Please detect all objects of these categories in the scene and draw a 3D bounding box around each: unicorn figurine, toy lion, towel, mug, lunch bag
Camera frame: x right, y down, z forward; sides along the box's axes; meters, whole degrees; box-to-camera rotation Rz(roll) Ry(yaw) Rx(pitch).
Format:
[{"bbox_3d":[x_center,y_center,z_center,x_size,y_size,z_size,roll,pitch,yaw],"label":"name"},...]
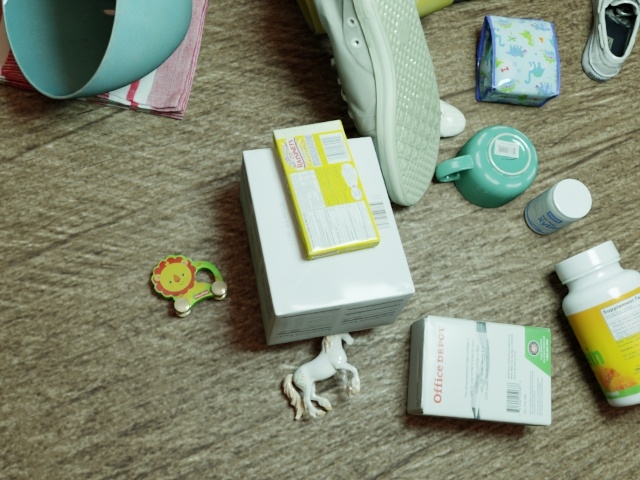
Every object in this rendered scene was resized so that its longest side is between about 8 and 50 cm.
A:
[{"bbox_3d":[0.013,0.196,1.114,0.162,0.060,0.111,-29,76,-13],"label":"unicorn figurine"},{"bbox_3d":[-0.207,0.063,1.127,0.100,0.034,0.096,-24,73,-16],"label":"toy lion"},{"bbox_3d":[-0.366,-0.341,1.200,0.329,0.037,0.237,10,73,-8],"label":"towel"},{"bbox_3d":[0.292,-0.122,1.231,0.158,0.097,0.129,-39,85,-18],"label":"mug"},{"bbox_3d":[0.351,-0.323,1.297,0.129,0.096,0.151,4,84,-9],"label":"lunch bag"}]

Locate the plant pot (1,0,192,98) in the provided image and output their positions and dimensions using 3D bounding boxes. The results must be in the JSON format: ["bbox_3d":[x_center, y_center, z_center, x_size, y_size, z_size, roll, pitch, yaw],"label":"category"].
[{"bbox_3d":[-0.308,-0.356,1.077,0.195,0.290,0.290,-12,75,-50],"label":"plant pot"}]

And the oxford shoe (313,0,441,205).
[{"bbox_3d":[0.088,-0.260,1.136,0.169,0.130,0.449,-49,132,-40],"label":"oxford shoe"}]

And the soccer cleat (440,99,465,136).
[{"bbox_3d":[0.162,-0.232,1.247,0.196,0.076,0.068,20,73,-5],"label":"soccer cleat"}]

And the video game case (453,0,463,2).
[{"bbox_3d":[0.319,-0.586,1.360,0.275,0.035,0.248,-16,91,-18],"label":"video game case"}]

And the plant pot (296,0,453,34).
[{"bbox_3d":[0.068,-0.467,1.219,0.239,0.254,0.254,-25,81,1],"label":"plant pot"}]

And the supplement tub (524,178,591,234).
[{"bbox_3d":[0.399,-0.055,1.229,0.071,0.107,0.071,3,75,-10],"label":"supplement tub"}]

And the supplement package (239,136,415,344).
[{"bbox_3d":[0.000,0.000,1.097,0.204,0.145,0.262,-8,66,-13],"label":"supplement package"}]

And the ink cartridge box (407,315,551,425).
[{"bbox_3d":[0.247,0.206,1.142,0.208,0.087,0.153,8,74,-9],"label":"ink cartridge box"}]

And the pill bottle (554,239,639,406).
[{"bbox_3d":[0.480,0.131,1.179,0.136,0.136,0.245,-21,80,-15],"label":"pill bottle"}]

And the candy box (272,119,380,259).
[{"bbox_3d":[0.006,-0.076,1.038,0.105,0.027,0.206,-12,66,-11],"label":"candy box"}]

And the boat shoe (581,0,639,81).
[{"bbox_3d":[0.560,-0.432,1.368,0.096,0.088,0.267,23,73,-4],"label":"boat shoe"}]
